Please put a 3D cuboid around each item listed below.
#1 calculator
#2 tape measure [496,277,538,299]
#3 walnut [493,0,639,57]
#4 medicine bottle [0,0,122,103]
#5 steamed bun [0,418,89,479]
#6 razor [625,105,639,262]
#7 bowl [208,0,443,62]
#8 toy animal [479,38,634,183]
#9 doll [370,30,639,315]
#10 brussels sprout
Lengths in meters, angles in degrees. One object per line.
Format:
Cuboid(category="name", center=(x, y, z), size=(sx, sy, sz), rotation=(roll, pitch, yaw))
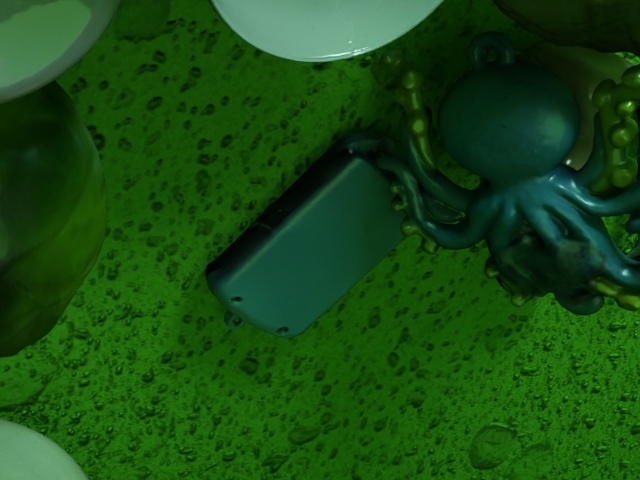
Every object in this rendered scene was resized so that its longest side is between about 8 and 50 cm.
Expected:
Cuboid(category="calculator", center=(0.000, 0.000, 1.656), size=(0.293, 0.051, 0.173), rotation=(-43, 137, 10))
Cuboid(category="tape measure", center=(0.266, 0.030, 1.840), size=(0.094, 0.054, 0.091), rotation=(-23, 129, -15))
Cuboid(category="walnut", center=(0.290, -0.309, 1.397), size=(0.277, 0.282, 0.253), rotation=(36, 64, -80))
Cuboid(category="medicine bottle", center=(-0.290, -0.264, 1.070), size=(0.241, 0.302, 0.241), rotation=(-17, 133, -19))
Cuboid(category="steamed bun", center=(-0.372, 0.339, 1.522), size=(0.324, 0.324, 0.206), rotation=(-18, 161, -17))
Cuboid(category="razor", center=(0.407, -0.070, 1.840), size=(0.093, 0.056, 0.324), rotation=(-16, 133, -17))
Cuboid(category="bowl", center=(-0.001, -0.317, 1.312), size=(0.287, 0.144, 0.287), rotation=(-17, 134, -18))
Cuboid(category="toy animal", center=(0.267, -0.123, 1.637), size=(0.171, 0.171, 0.198), rotation=(6, 120, -35))
Cuboid(category="doll", center=(0.233, -0.068, 1.531), size=(0.346, 0.099, 0.341), rotation=(-5, 121, 31))
Cuboid(category="brussels sprout", center=(-0.345, -0.033, 1.286), size=(0.344, 0.268, 0.344), rotation=(-3, 139, -2))
